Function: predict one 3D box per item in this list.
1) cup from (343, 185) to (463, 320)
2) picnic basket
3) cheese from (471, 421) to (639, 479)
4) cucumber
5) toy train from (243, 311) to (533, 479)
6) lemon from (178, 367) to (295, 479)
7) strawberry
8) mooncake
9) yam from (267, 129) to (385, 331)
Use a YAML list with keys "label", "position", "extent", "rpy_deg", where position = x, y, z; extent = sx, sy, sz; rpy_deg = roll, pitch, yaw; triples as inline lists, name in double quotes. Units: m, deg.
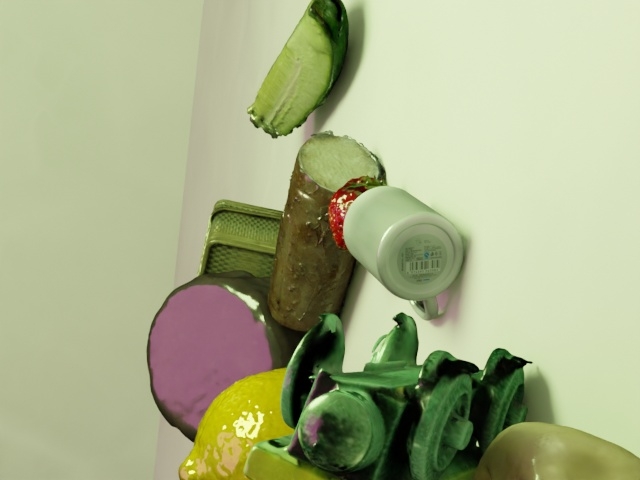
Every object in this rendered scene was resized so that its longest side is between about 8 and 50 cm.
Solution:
- label: "cup"
  position: [0.101, 0.012, 1.113]
  extent: [0.099, 0.136, 0.133]
  rpy_deg: [-49, 21, 1]
- label: "picnic basket"
  position: [-0.128, 0.075, 1.716]
  extent: [0.139, 0.165, 0.267]
  rpy_deg: [-88, 12, -60]
- label: "cheese"
  position: [0.169, 0.251, 0.722]
  extent: [0.218, 0.117, 0.235]
  rpy_deg: [137, 138, -71]
- label: "cucumber"
  position: [-0.013, -0.283, 1.567]
  extent: [0.145, 0.105, 0.325]
  rpy_deg: [-63, 6, -25]
- label: "toy train"
  position: [0.053, 0.185, 0.823]
  extent: [0.369, 0.150, 0.237]
  rpy_deg: [13, -83, -66]
- label: "lemon"
  position: [-0.037, 0.262, 1.199]
  extent: [0.228, 0.253, 0.229]
  rpy_deg: [-175, 90, -88]
- label: "strawberry"
  position: [0.055, -0.026, 1.239]
  extent: [0.106, 0.106, 0.106]
  rpy_deg: [-175, 90, -74]
- label: "mooncake"
  position: [-0.130, 0.185, 1.561]
  extent: [0.282, 0.141, 0.283]
  rpy_deg: [-1, 88, 33]
- label: "yam"
  position: [-0.002, -0.001, 1.391]
  extent: [0.131, 0.131, 0.280]
  rpy_deg: [-105, 24, -51]
